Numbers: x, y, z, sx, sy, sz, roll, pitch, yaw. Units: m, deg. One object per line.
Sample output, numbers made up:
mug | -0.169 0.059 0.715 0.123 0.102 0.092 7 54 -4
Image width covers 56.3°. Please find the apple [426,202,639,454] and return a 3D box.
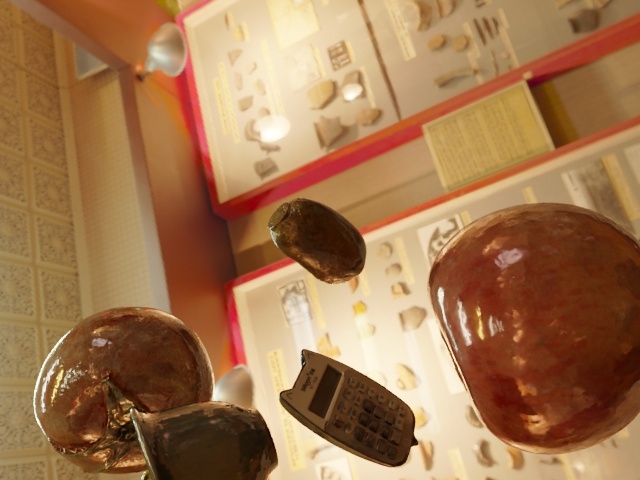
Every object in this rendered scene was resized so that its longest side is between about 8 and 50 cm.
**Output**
apple | 0.293 0.102 0.766 0.345 0.270 0.344 -22 -90 -85

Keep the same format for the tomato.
tomato | -0.354 0.275 1.108 0.316 0.317 0.282 53 -177 -37

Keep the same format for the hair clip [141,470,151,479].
hair clip | -0.356 0.542 1.245 0.072 0.046 0.173 18 -89 -46

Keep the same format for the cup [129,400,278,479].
cup | -0.136 0.275 0.748 0.199 0.150 0.199 49 149 44

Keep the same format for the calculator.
calculator | 0.060 0.309 1.097 0.268 0.040 0.177 27 -145 5

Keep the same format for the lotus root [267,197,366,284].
lotus root | 0.000 0.000 1.446 0.275 0.152 0.160 30 -141 -33
